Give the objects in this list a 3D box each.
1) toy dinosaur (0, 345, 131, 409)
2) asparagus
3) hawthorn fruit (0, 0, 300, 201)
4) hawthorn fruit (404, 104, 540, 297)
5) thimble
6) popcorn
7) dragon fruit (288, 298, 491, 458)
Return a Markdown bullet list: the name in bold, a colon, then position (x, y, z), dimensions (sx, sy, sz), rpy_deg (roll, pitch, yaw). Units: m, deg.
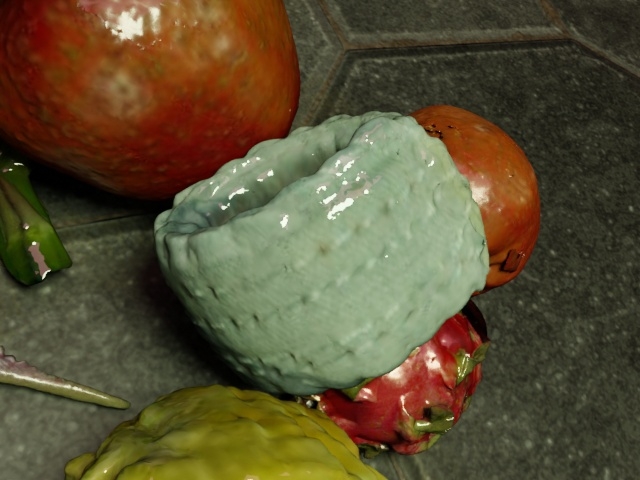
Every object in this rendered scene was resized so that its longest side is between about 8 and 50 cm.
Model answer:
- **toy dinosaur**: position (-0.298, 0.071, 0.528), dimensions (0.199, 0.072, 0.251), rpy_deg (-27, 86, -23)
- **asparagus**: position (-0.312, -0.084, 0.627), dimensions (0.080, 0.080, 0.287), rpy_deg (-21, 82, -33)
- **hawthorn fruit**: position (-0.143, -0.150, 0.627), dimensions (0.369, 0.284, 0.285), rpy_deg (51, 37, -44)
- **hawthorn fruit**: position (0.135, -0.058, 0.744), dimensions (0.211, 0.211, 0.299), rpy_deg (28, 35, -5)
- **thimble**: position (0.000, 0.000, 0.529), dimensions (0.172, 0.250, 0.205), rpy_deg (62, 21, -24)
- **popcorn**: position (-0.064, 0.219, 0.449), dimensions (0.249, 0.249, 0.226), rpy_deg (6, 91, -21)
- **dragon fruit**: position (0.059, 0.117, 0.618), dimensions (0.172, 0.160, 0.167), rpy_deg (-26, 114, -31)
